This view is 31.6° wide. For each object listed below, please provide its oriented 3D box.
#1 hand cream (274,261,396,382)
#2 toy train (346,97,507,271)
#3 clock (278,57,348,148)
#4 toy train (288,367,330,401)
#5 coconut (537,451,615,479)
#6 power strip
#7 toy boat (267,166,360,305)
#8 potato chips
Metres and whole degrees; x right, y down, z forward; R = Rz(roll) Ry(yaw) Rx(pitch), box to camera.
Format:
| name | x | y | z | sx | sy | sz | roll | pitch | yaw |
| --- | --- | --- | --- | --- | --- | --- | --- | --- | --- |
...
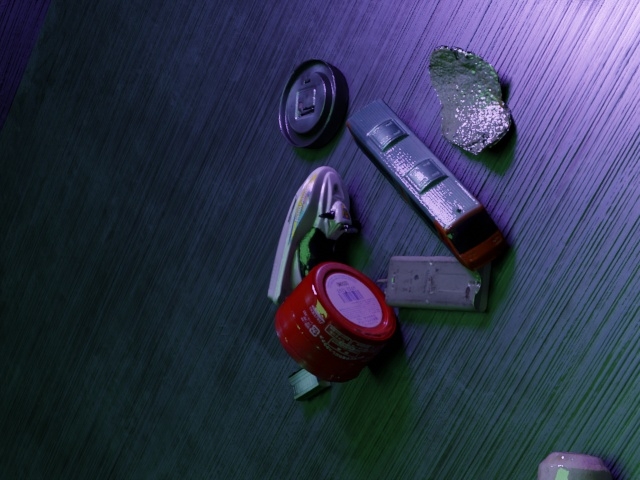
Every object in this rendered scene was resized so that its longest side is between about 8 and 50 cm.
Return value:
| name | x | y | z | sx | sy | sz | roll | pitch | yaw |
| --- | --- | --- | --- | --- | --- | --- | --- | --- | --- |
| hand cream | 0.028 | 0.142 | 1.997 | 0.125 | 0.193 | 0.193 | -48 | 47 | 30 |
| toy train | 0.175 | -0.105 | 1.939 | 0.086 | 0.089 | 0.409 | -34 | 45 | -3 |
| clock | -0.015 | -0.273 | 2.273 | 0.184 | 0.040 | 0.184 | -15 | 70 | 49 |
| toy train | -0.021 | 0.266 | 2.147 | 0.093 | 0.038 | 0.056 | -37 | 56 | 40 |
| coconut | 0.360 | 0.364 | 1.604 | 0.110 | 0.110 | 0.124 | -5 | 75 | 51 |
| power strip | 0.187 | 0.072 | 1.939 | 0.268 | 0.034 | 0.092 | -1 | 81 | 51 |
| toy boat | -0.006 | 0.003 | 2.123 | 0.141 | 0.141 | 0.269 | 37 | 108 | 49 |
| potato chips | 0.243 | -0.234 | 1.930 | 0.167 | 0.059 | 0.228 | -39 | 58 | 47 |
